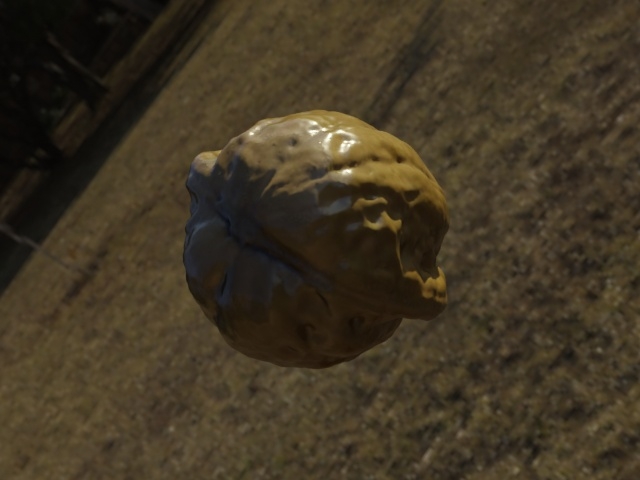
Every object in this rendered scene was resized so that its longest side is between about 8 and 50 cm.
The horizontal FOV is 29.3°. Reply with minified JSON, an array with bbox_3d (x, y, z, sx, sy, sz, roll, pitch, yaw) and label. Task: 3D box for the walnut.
[{"bbox_3d":[0.000,0.000,1.078,0.224,0.257,0.257,-61,16,12],"label":"walnut"}]
